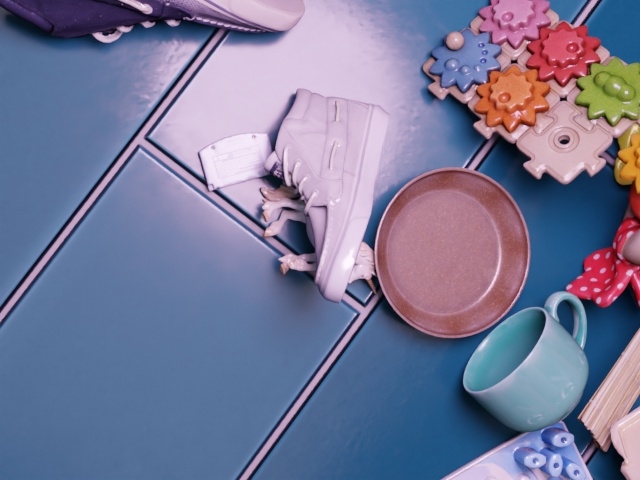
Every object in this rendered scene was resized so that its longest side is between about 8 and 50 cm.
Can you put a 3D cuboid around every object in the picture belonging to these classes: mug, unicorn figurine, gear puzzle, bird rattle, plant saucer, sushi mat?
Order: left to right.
[{"bbox_3d":[0.000,0.000,1.221,0.111,0.060,0.162,-19,88,-20],"label":"unicorn figurine"},{"bbox_3d":[0.151,0.014,1.254,0.198,0.036,0.199,0,91,-17],"label":"plant saucer"},{"bbox_3d":[0.254,0.148,1.230,0.097,0.129,0.157,44,110,-12],"label":"mug"},{"bbox_3d":[0.271,-0.158,1.183,0.175,0.044,0.339,-41,61,-7],"label":"gear puzzle"},{"bbox_3d":[0.376,-0.041,1.228,0.143,0.207,0.254,31,76,7],"label":"bird rattle"},{"bbox_3d":[0.407,0.102,1.267,0.019,0.151,0.317,32,84,32],"label":"sushi mat"}]

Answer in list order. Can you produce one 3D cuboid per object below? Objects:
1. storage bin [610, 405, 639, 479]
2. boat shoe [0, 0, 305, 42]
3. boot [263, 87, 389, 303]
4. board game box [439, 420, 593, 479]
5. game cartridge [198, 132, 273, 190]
[{"bbox_3d":[0.512,0.275,1.240,0.260,0.123,0.262,-34,111,6],"label":"storage bin"},{"bbox_3d":[-0.194,-0.279,1.167,0.340,0.127,0.158,21,131,-29],"label":"boat shoe"},{"bbox_3d":[-0.006,-0.055,1.175,0.123,0.095,0.258,15,54,-3],"label":"boot"},{"bbox_3d":[0.213,0.473,1.274,0.389,0.050,0.390,-28,96,-9],"label":"board game box"},{"bbox_3d":[-0.095,-0.094,1.227,0.083,0.017,0.056,-15,97,-10],"label":"game cartridge"}]
